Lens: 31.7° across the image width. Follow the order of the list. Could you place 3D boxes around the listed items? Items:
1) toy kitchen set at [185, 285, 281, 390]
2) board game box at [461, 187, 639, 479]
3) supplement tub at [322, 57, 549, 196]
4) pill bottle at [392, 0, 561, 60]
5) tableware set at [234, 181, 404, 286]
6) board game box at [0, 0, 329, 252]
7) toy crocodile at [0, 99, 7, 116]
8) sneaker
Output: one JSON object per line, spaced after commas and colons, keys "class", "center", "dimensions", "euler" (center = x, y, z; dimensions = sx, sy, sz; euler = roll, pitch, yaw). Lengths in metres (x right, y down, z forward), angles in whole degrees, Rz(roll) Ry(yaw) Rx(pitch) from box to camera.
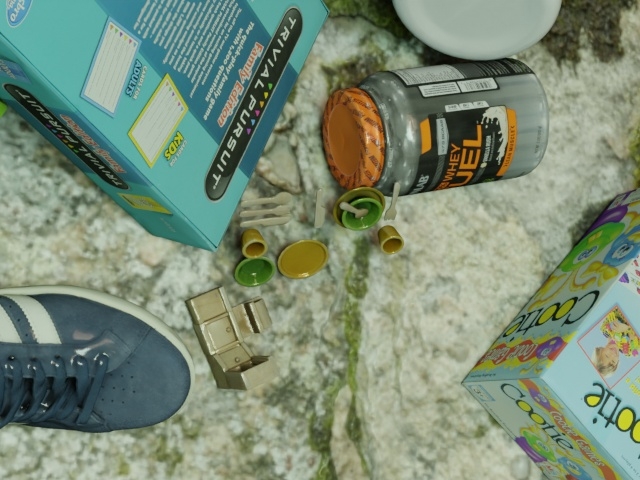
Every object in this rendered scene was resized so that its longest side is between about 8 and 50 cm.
{"class": "toy kitchen set", "center": [-0.062, 0.077, 0.968], "dimensions": [0.068, 0.075, 0.083], "euler": [-23, 95, -25]}
{"class": "board game box", "center": [0.293, 0.084, 1.076], "dimensions": [0.144, 0.142, 0.275], "euler": [48, 68, -9]}
{"class": "supplement tub", "center": [0.106, -0.104, 1.044], "dimensions": [0.190, 0.117, 0.117], "euler": [-10, 86, -23]}
{"class": "pill bottle", "center": [0.162, -0.310, 1.055], "dimensions": [0.153, 0.153, 0.265], "euler": [28, 54, -16]}
{"class": "tableware set", "center": [0.000, 0.000, 0.997], "dimensions": [0.154, 0.104, 0.024], "euler": [-7, 44, -14]}
{"class": "board game box", "center": [-0.132, -0.180, 0.871], "dimensions": [0.254, 0.079, 0.336], "euler": [-66, 149, -18]}
{"class": "toy crocodile", "center": [-0.287, -0.118, 0.875], "dimensions": [0.105, 0.115, 0.340], "euler": [37, 82, 27]}
{"class": "sneaker", "center": [-0.258, 0.103, 0.823], "dimensions": [0.350, 0.148, 0.131], "euler": [11, 111, -18]}
